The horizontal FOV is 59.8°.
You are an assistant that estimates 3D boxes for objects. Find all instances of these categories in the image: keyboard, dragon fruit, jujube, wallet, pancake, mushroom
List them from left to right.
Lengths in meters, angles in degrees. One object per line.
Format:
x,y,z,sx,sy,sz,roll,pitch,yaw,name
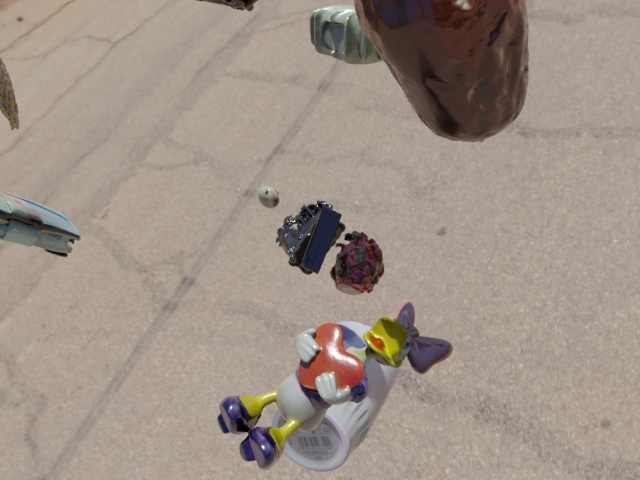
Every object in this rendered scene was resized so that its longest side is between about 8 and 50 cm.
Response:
-0.797,-0.378,1.351,0.057,0.245,0.266,-13,30,-14,pancake
-0.656,-0.054,1.184,0.176,0.250,0.075,36,96,40,wallet
-0.175,-0.159,1.971,0.085,0.085,0.079,12,40,35,mushroom
0.000,0.000,1.607,0.063,0.198,0.010,26,20,13,keyboard
0.107,0.066,1.666,0.166,0.160,0.172,7,66,30,dragon fruit
0.171,-0.284,0.753,0.223,0.318,0.223,-21,39,18,jujube

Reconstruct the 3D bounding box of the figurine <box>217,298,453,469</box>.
0.030,0.237,0.955,0.420,0.193,0.154,-32,57,-13,figurine

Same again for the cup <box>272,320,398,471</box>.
0.044,0.397,1.458,0.253,0.254,0.371,-4,18,24,cup

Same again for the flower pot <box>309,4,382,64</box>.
0.116,-0.684,1.825,0.254,0.165,0.367,-21,36,-29,flower pot

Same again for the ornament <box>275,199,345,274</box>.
-0.050,-0.039,1.911,0.251,0.106,0.260,-51,32,14,ornament

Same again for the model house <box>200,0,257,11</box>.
-0.168,-0.502,0.989,0.317,0.297,0.282,35,63,30,model house
